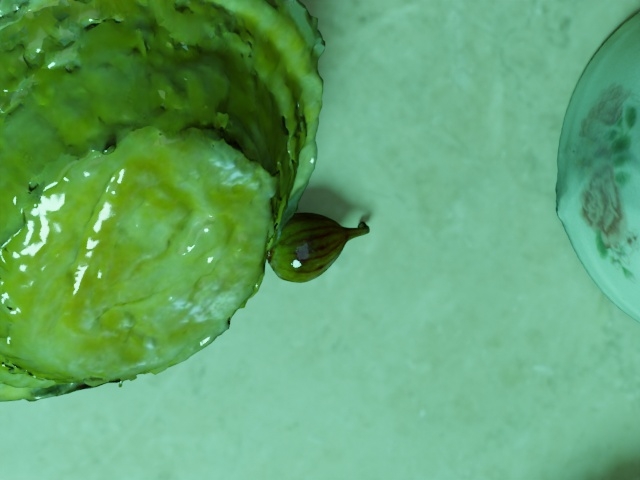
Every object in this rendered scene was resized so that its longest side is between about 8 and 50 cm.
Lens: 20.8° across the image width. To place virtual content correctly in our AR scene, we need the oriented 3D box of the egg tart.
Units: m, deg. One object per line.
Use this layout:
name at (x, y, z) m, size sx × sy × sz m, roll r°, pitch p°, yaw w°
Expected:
egg tart at (-0.130, -0.020, 1.080) m, size 0.341 × 0.132 × 0.341 m, roll -18°, pitch 132°, yaw -21°

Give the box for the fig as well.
fig at (0.000, 0.000, 1.227) m, size 0.083 × 0.050 × 0.050 m, roll -16°, pitch 99°, yaw -26°

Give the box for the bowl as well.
bowl at (0.324, -0.050, 1.260) m, size 0.277 × 0.145 × 0.277 m, roll -2°, pitch 96°, yaw -17°
